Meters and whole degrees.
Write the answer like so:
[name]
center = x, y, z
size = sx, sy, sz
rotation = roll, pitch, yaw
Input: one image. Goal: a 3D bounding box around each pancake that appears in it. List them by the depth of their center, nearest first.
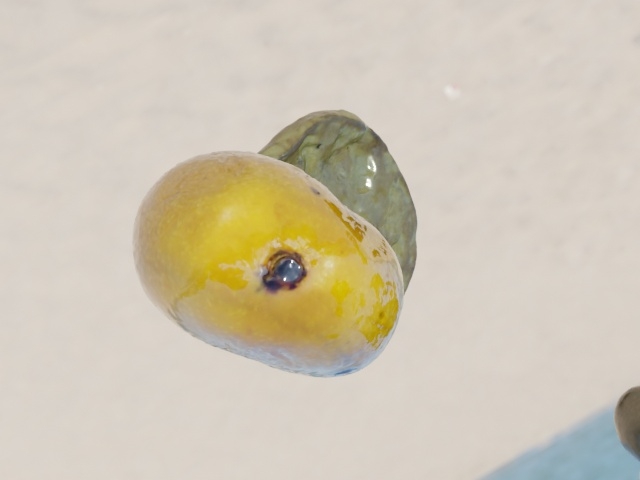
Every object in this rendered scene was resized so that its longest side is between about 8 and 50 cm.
[pancake]
center = 0.000, 0.000, 1.804
size = 0.242, 0.242, 0.050
rotation = -20, -158, -36

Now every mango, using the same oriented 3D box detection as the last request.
[mango]
center = -0.028, 0.014, 1.111
size = 0.262, 0.157, 0.109
rotation = 122, -10, -87

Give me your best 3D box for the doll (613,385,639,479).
[doll]
center = 0.410, 0.243, 1.547
size = 0.252, 0.378, 0.382
rotation = -62, -170, 12
